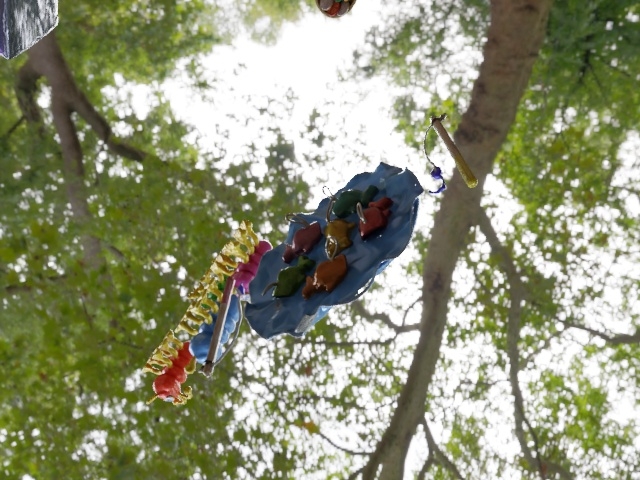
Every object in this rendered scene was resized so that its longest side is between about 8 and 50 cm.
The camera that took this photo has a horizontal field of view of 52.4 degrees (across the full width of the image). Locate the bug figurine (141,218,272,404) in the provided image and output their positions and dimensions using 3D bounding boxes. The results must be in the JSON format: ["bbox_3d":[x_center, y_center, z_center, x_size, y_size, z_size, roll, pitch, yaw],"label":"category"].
[{"bbox_3d":[-0.136,0.097,0.817,0.072,0.279,0.216,32,-123,-9],"label":"bug figurine"}]

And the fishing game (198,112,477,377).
[{"bbox_3d":[0.000,0.000,0.521,0.264,0.041,0.189,-35,-155,21],"label":"fishing game"}]

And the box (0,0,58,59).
[{"bbox_3d":[-0.450,-0.359,0.825,0.207,0.153,0.108,29,-130,-1],"label":"box"}]

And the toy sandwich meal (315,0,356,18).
[{"bbox_3d":[0.016,-0.338,0.861,0.085,0.086,0.029,22,-157,33],"label":"toy sandwich meal"}]
